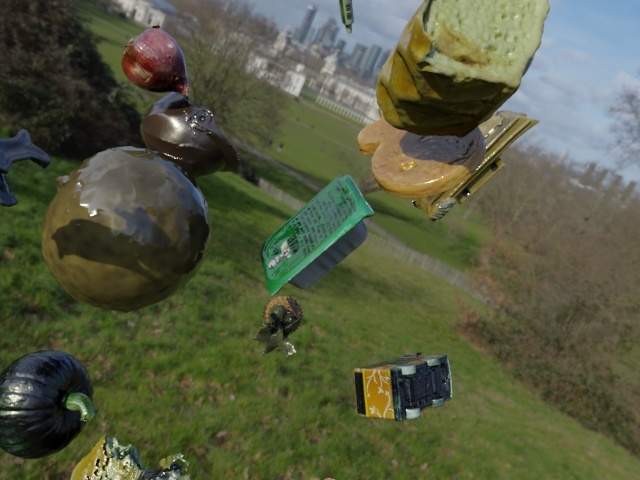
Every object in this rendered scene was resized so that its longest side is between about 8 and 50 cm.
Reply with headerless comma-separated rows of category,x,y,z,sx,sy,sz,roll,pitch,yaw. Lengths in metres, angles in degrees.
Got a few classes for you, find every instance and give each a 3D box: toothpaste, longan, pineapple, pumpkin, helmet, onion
toothpaste,0.060,-0.626,1.480,0.049,0.204,0.031,-30,41,-23
longan,-0.451,-0.026,1.369,0.390,0.391,0.391,23,16,-7
pineapple,-0.099,0.212,1.517,0.119,0.130,0.277,50,5,-5
pumpkin,-0.617,0.378,1.355,0.247,0.248,0.248,23,16,-7
helmet,-0.385,-0.276,1.650,0.177,0.225,0.305,-36,69,-21
onion,-0.414,-0.446,1.516,0.195,0.159,0.159,43,12,-13

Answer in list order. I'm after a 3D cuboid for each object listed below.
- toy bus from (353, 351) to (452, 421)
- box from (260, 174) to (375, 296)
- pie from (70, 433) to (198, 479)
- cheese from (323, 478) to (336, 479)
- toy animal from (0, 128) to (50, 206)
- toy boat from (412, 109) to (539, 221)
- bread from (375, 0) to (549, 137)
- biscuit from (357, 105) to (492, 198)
toy bus,0.260,0.445,1.809,0.194,0.162,0.323,-10,-7,38
box,0.000,0.000,1.552,0.106,0.336,0.264,43,13,-28
pie,-0.445,0.607,1.329,0.370,0.297,0.078,4,-23,30
cheese,-0.042,0.791,1.861,0.106,0.256,0.037,54,28,-34
toy animal,-0.557,-0.100,0.947,0.209,0.117,0.121,-14,19,17
toy boat,0.483,-0.233,1.816,0.162,0.445,0.136,38,11,-32
bread,0.212,-0.282,0.908,0.238,0.196,0.252,3,-12,-14
biscuit,0.206,-0.204,1.142,0.355,0.274,0.052,-89,157,-47
